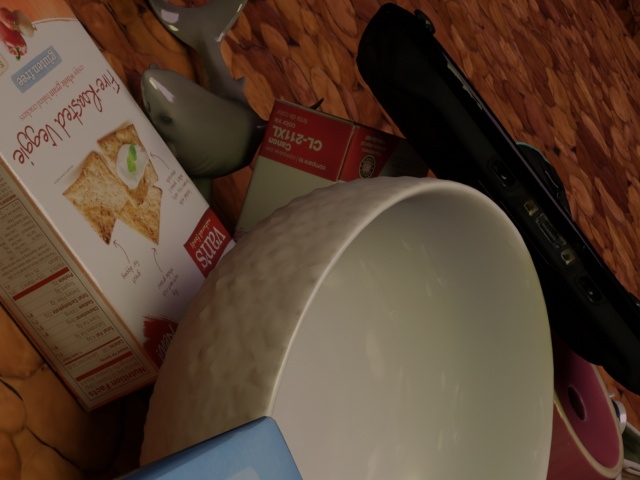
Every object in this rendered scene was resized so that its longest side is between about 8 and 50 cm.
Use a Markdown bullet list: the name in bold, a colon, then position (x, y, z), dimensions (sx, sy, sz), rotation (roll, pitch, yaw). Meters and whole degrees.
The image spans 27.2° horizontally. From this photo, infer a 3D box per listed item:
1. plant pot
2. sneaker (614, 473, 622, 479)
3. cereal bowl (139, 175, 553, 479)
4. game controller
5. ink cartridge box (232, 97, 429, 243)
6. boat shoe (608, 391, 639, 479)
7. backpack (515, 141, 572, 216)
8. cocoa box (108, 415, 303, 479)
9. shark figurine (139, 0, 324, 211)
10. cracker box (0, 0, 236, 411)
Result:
- **plant pot**: position (0.121, 0.150, 1.009), dimensions (0.201, 0.180, 0.201), rotation (45, 30, -35)
- **sneaker**: position (0.210, 0.274, 1.157), dimensions (0.180, 0.125, 0.321), rotation (32, 28, -41)
- **cereal bowl**: position (0.007, 0.127, 0.793), dimensions (0.339, 0.141, 0.338), rotation (-11, 103, -55)
- **game controller**: position (0.139, -0.027, 0.900), dimensions (0.319, 0.067, 0.166), rotation (50, -3, -14)
- **ink cartridge box**: position (0.000, 0.000, 0.941), dimensions (0.127, 0.072, 0.175), rotation (8, 101, -61)
- **boat shoe**: position (0.276, 0.186, 1.381), dimensions (0.258, 0.084, 0.095), rotation (38, 35, -43)
- **backpack**: position (0.167, 0.005, 1.266), dimensions (0.166, 0.144, 0.188), rotation (29, 64, -47)
- **cocoa box**: position (-0.080, 0.274, 0.445), dimensions (0.347, 0.228, 0.231), rotation (65, 25, 5)
- **shark figurine**: position (-0.057, -0.106, 0.986), dimensions (0.278, 0.116, 0.166), rotation (-90, 158, -63)
- **cracker box**: position (-0.155, -0.035, 0.795), dimensions (0.232, 0.067, 0.155), rotation (56, 26, -16)
